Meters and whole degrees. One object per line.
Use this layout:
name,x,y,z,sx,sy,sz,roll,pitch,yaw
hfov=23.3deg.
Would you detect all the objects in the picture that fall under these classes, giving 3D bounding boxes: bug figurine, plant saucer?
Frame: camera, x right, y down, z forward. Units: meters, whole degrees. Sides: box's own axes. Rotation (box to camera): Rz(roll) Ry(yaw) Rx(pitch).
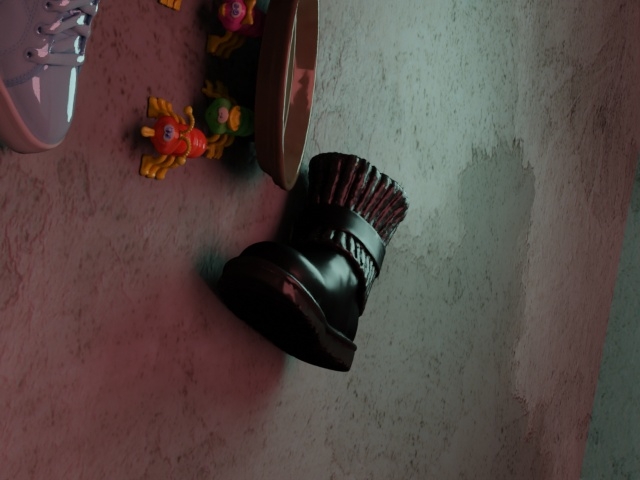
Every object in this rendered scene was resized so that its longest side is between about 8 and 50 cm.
bug figurine,-0.126,-0.203,1.743,0.216,0.072,0.279,5,91,-64
plant saucer,-0.039,-0.199,1.867,0.278,0.041,0.278,7,90,-83

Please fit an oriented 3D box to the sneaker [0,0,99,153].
sneaker,-0.238,-0.257,1.418,0.135,0.150,0.366,-22,115,-60

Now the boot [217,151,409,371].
boot,-0.004,-0.001,1.954,0.348,0.131,0.260,55,53,-67
